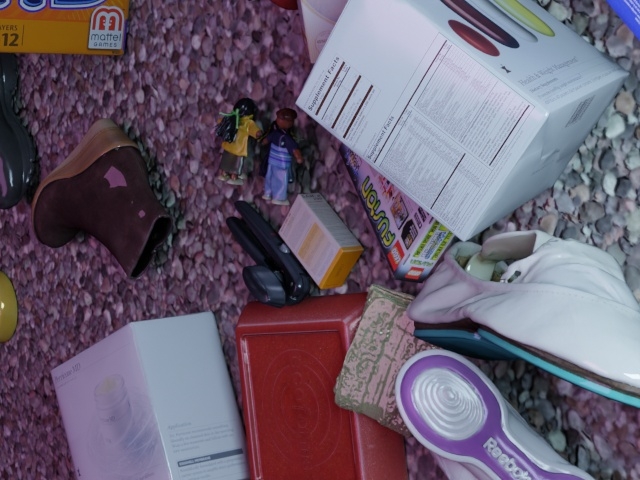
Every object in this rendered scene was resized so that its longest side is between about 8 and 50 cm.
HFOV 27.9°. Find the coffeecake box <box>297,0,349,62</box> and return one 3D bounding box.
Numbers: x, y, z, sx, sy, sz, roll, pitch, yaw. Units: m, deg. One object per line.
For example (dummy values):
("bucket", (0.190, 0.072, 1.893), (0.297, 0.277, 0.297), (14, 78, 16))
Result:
("coffeecake box", (0.042, -0.283, 1.279), (0.068, 0.142, 0.185), (-104, 4, -63))

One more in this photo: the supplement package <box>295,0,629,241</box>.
("supplement package", (0.130, -0.138, 1.164), (0.203, 0.194, 0.149), (40, 124, 16))

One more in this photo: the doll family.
("doll family", (-0.071, -0.115, 1.530), (0.193, 0.076, 0.111), (23, 107, 40))

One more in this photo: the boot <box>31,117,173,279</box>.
("boot", (-0.309, -0.022, 1.787), (0.248, 0.090, 0.207), (-53, 54, 33))

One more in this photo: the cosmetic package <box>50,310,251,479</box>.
("cosmetic package", (-0.224, 0.236, 1.687), (0.224, 0.138, 0.225), (-30, 70, 46))

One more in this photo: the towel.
("towel", (0.080, 0.129, 1.382), (0.110, 0.027, 0.148), (23, 104, 20))

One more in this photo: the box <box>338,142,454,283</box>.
("box", (0.084, -0.068, 1.337), (0.114, 0.036, 0.207), (-59, 35, 34))

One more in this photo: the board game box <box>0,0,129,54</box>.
("board game box", (-0.493, -0.460, 1.748), (0.356, 0.356, 0.356), (24, 111, 44))

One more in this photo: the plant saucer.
("plant saucer", (-0.012, 0.196, 1.510), (0.259, 0.047, 0.258), (-7, 89, 48))

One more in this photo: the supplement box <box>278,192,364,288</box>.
("supplement box", (0.000, 0.000, 1.482), (0.098, 0.036, 0.062), (53, 130, 31))

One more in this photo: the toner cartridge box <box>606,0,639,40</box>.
("toner cartridge box", (0.276, -0.311, 1.110), (0.165, 0.075, 0.348), (-54, 56, 38))

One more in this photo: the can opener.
("can opener", (-0.066, 0.012, 1.545), (0.059, 0.073, 0.186), (-51, 43, 20))

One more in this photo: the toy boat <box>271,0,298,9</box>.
("toy boat", (0.022, -0.339, 1.370), (0.151, 0.151, 0.231), (38, 126, 5))

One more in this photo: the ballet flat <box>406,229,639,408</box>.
("ballet flat", (0.190, 0.053, 1.138), (0.400, 0.139, 0.139), (-171, 78, -72))

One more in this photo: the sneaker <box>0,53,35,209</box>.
("sneaker", (-0.531, -0.183, 1.994), (0.109, 0.130, 0.286), (-26, 76, 45))

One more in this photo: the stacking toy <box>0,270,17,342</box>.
("stacking toy", (-0.645, 0.044, 2.145), (0.309, 0.130, 0.280), (-9, 87, 48))

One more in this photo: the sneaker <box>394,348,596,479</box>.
("sneaker", (0.193, 0.229, 1.254), (0.114, 0.152, 0.305), (-37, 82, 2))
